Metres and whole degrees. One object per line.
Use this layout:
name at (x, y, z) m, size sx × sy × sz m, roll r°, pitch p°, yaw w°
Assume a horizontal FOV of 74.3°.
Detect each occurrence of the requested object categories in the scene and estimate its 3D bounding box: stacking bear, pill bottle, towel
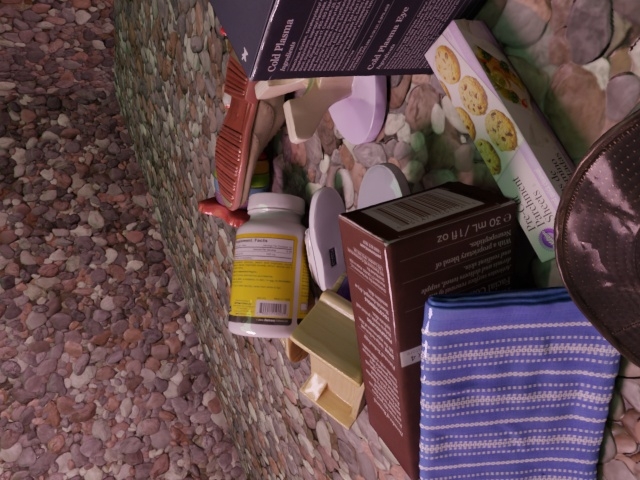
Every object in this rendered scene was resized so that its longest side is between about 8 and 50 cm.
stacking bear at (-0.214, -0.206, 1.160) m, size 0.175 × 0.164 × 0.289 m, roll 23°, pitch 114°, yaw 24°
pill bottle at (-0.118, 0.061, 1.030) m, size 0.188 × 0.188 × 0.333 m, roll -12°, pitch 72°, yaw 59°
towel at (0.249, 0.209, 0.533) m, size 0.040 × 0.243 × 0.335 m, roll -92°, pitch -2°, yaw -69°

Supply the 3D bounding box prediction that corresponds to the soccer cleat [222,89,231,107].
soccer cleat at (-0.230, -0.408, 1.179) m, size 0.196 × 0.068 × 0.076 m, roll 29°, pitch 125°, yaw 54°

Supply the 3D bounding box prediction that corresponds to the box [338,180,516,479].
box at (0.159, 0.129, 0.608) m, size 0.143 × 0.191 × 0.381 m, roll -140°, pitch 36°, yaw -61°

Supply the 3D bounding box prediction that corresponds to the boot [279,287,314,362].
boot at (-0.106, 0.199, 1.233) m, size 0.203 × 0.095 × 0.261 m, roll 39°, pitch 137°, yaw 47°

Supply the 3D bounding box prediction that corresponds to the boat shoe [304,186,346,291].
boat shoe at (0.000, 0.000, 0.961) m, size 0.084 × 0.095 × 0.258 m, roll 24°, pitch 122°, yaw 48°

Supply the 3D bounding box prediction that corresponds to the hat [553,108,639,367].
hat at (0.334, 0.042, 0.299) m, size 0.331 × 0.134 × 0.331 m, roll 20°, pitch 130°, yaw 26°

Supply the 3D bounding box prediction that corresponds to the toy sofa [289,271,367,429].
toy sofa at (0.057, 0.240, 0.873) m, size 0.150 × 0.177 × 0.362 m, roll 31°, pitch 150°, yaw 21°

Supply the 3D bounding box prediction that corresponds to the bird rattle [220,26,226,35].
bird rattle at (-0.130, -0.548, 0.942) m, size 0.253 × 0.143 × 0.206 m, roll -127°, pitch 46°, yaw -53°

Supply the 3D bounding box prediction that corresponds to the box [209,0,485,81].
box at (0.005, -0.401, 0.554) m, size 0.343 × 0.313 × 0.179 m, roll 63°, pitch 148°, yaw 17°

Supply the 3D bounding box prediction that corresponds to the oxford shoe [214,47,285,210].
oxford shoe at (-0.151, -0.252, 1.001) m, size 0.140 × 0.147 × 0.397 m, roll 43°, pitch 126°, yaw 38°

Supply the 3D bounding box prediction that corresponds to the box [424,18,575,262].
box at (0.242, -0.134, 0.535) m, size 0.324 × 0.063 × 0.067 m, roll 67°, pitch 151°, yaw 12°

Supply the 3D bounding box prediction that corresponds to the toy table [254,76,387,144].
toy table at (-0.001, -0.304, 0.751) m, size 0.252 × 0.161 × 0.274 m, roll -28°, pitch 78°, yaw 62°

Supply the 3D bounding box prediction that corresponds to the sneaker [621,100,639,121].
sneaker at (0.330, -0.113, 0.359) m, size 0.100 × 0.108 × 0.271 m, roll 53°, pitch 142°, yaw 36°

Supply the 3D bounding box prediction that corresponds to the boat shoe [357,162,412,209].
boat shoe at (0.151, 0.013, 0.714) m, size 0.113 × 0.105 × 0.306 m, roll 0°, pitch 110°, yaw 54°
